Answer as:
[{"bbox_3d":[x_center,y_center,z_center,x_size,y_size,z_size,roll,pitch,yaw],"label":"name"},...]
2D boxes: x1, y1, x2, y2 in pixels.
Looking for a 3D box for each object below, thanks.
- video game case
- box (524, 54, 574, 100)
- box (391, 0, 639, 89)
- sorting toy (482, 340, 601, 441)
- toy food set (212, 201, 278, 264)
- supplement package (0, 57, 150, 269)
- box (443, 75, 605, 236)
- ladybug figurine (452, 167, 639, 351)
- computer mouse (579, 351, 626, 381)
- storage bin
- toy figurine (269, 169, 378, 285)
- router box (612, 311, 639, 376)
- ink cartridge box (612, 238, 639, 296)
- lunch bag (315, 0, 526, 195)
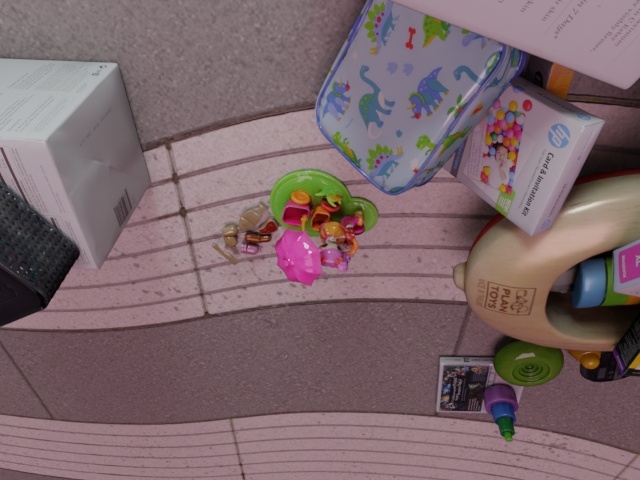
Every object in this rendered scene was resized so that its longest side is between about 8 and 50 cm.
[{"bbox_3d":[0.336,0.309,1.044,0.174,0.022,0.190,-2,132,8],"label":"video game case"},{"bbox_3d":[0.263,-0.170,0.587,0.028,0.081,0.136,0,132,6],"label":"box"},{"bbox_3d":[0.160,-0.290,0.369,0.346,0.168,0.215,10,140,-21],"label":"box"},{"bbox_3d":[0.398,0.247,0.885,0.127,0.126,0.365,12,129,-4],"label":"sorting toy"},{"bbox_3d":[-0.117,-0.011,0.817,0.122,0.019,0.078,-33,121,22],"label":"toy food set"},{"bbox_3d":[-0.402,-0.104,0.645,0.263,0.199,0.197,4,132,3],"label":"supplement package"},{"bbox_3d":[0.214,-0.116,0.580,0.038,0.186,0.145,-20,138,-25],"label":"box"},{"bbox_3d":[0.413,0.020,0.683,0.450,0.161,0.304,-2,132,8],"label":"ladybug figurine"},{"bbox_3d":[0.599,0.219,0.911,0.262,0.060,0.184,-15,125,5],"label":"computer mouse"},{"bbox_3d":[-0.386,0.004,0.549,0.122,0.084,0.180,-20,128,24],"label":"storage bin"},{"bbox_3d":[0.000,0.000,0.717,0.173,0.159,0.130,14,132,-7],"label":"toy figurine"},{"bbox_3d":[0.495,0.125,0.628,0.179,0.046,0.133,3,133,3],"label":"router box"},{"bbox_3d":[0.442,0.002,0.426,0.186,0.065,0.311,11,162,-3],"label":"ink cartridge box"},{"bbox_3d":[0.099,-0.177,0.555,0.176,0.090,0.219,46,129,16],"label":"lunch bag"}]
